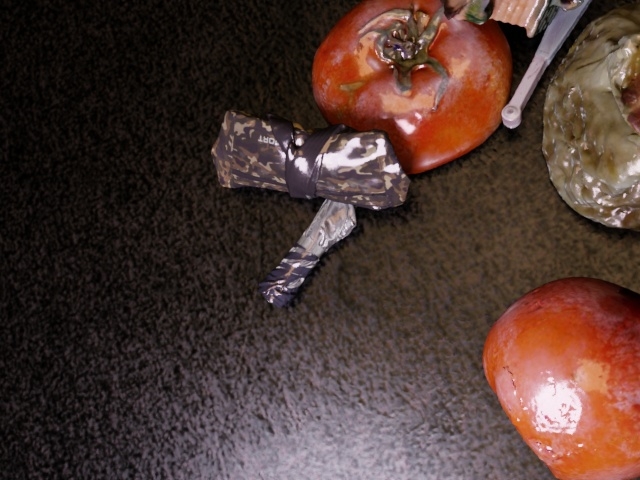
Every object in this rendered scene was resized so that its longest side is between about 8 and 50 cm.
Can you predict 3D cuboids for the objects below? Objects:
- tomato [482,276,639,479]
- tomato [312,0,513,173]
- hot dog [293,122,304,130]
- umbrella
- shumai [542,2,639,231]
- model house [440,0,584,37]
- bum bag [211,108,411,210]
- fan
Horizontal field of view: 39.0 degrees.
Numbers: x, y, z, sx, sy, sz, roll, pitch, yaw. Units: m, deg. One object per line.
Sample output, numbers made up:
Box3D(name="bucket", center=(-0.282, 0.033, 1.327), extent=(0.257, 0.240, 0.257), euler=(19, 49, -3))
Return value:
Box3D(name="tomato", center=(0.272, 0.133, 0.896), extent=(0.184, 0.208, 0.208), euler=(-35, 76, 7))
Box3D(name="tomato", center=(0.101, -0.196, 1.040), extent=(0.236, 0.095, 0.237), euler=(-2, 80, 12))
Box3D(name="hot dog", center=(-0.048, -0.105, 1.087), extent=(0.090, 0.034, 0.030), euler=(-40, 80, 22))
Box3D(name="umbrella", center=(0.000, 0.000, 1.059), extent=(0.050, 0.046, 0.188), euler=(38, 85, 11))
Box3D(name="shumai", center=(0.333, -0.143, 0.927), extent=(0.189, 0.218, 0.256), euler=(10, 87, 8))
Box3D(name="model house", center=(0.234, -0.313, 0.948), extent=(0.172, 0.183, 0.166), euler=(10, 43, -17))
Box3D(name="bum bag", center=(-0.016, -0.091, 1.016), extent=(0.248, 0.102, 0.069), euler=(7, 57, 18))
Box3D(name="fan", center=(0.273, -0.252, 1.035), extent=(0.057, 0.023, 0.282), euler=(29, 80, 15))
